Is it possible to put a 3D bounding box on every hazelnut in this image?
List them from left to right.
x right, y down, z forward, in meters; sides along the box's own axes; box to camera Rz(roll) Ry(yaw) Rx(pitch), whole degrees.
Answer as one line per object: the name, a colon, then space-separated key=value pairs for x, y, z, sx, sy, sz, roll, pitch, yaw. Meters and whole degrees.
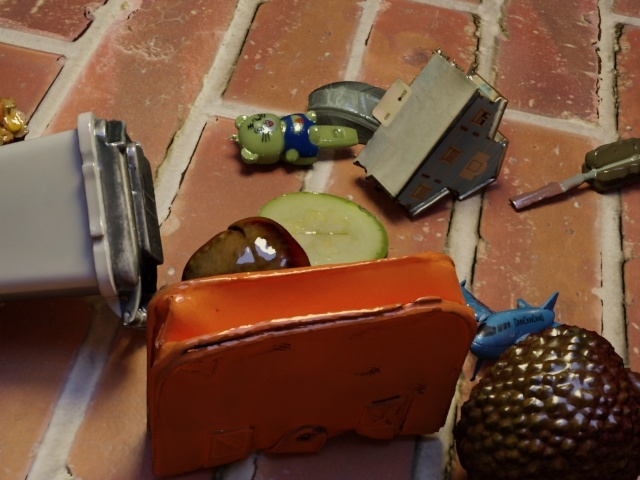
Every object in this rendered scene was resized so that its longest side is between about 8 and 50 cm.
hazelnut: x=-0.096 y=0.065 z=1.606 sx=0.208 sy=0.208 sz=0.208 roll=5 pitch=44 yaw=-5

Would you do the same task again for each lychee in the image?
lychee: x=0.306 y=0.235 z=1.453 sx=0.271 sy=0.236 sz=0.236 roll=-19 pitch=49 yaw=-8

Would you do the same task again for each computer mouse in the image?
computer mouse: x=0.088 y=-0.235 z=2.013 sx=0.231 sy=0.071 sz=0.126 roll=17 pitch=44 yaw=7

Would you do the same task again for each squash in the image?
squash: x=0.000 y=-0.004 z=1.780 sx=0.219 sy=0.041 sz=0.219 roll=5 pitch=44 yaw=-5

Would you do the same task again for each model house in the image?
model house: x=0.209 y=-0.174 z=1.896 sx=0.206 sy=0.271 sz=0.178 roll=17 pitch=24 yaw=-48

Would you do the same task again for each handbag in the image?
handbag: x=-0.019 y=0.164 z=1.416 sx=0.410 sy=0.303 sz=0.116 roll=-7 pitch=47 yaw=-14

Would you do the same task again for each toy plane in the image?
toy plane: x=0.283 y=0.135 z=1.621 sx=0.254 sy=0.105 sz=0.271 roll=29 pitch=28 yaw=29

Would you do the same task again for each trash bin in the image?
trash bin: x=-0.414 y=0.002 z=1.542 sx=0.368 sy=0.256 sz=0.295 roll=-9 pitch=85 yaw=-2

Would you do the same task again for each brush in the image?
brush: x=0.464 y=-0.112 z=1.959 sx=0.301 sy=0.071 sz=0.084 roll=-18 pitch=53 yaw=-19

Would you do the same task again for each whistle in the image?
whistle: x=-0.045 y=-0.177 z=1.920 sx=0.228 sy=0.085 sz=0.105 roll=-2 pitch=54 yaw=-13

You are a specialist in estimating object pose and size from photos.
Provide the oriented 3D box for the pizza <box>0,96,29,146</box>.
pizza: x=-0.593 y=-0.163 z=1.693 sx=0.278 sy=0.114 sz=0.409 roll=-10 pitch=15 yaw=10
